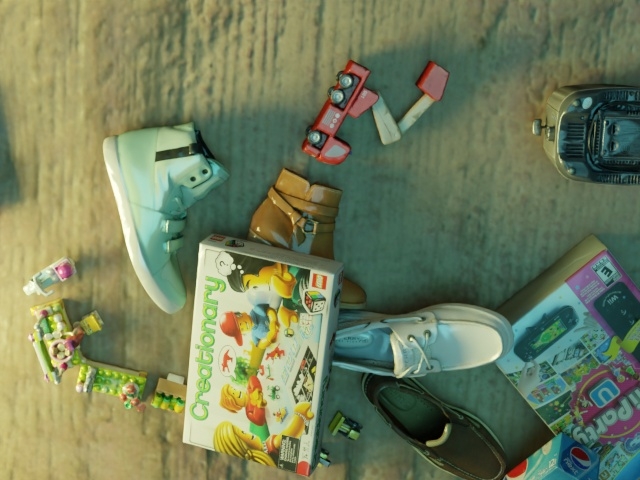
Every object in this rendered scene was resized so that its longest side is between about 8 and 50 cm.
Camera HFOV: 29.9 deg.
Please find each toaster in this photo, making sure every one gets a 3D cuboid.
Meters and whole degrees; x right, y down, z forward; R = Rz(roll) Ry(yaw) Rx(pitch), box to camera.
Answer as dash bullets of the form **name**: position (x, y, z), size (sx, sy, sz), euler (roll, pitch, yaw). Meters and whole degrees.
- **toaster**: position (0.404, -0.147, 1.606), size (0.227, 0.146, 0.129), euler (0, 103, -4)

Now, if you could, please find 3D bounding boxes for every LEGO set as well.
- **LEGO set**: position (-0.309, 0.166, 1.640), size (0.132, 0.107, 0.287), euler (-39, 102, 5)

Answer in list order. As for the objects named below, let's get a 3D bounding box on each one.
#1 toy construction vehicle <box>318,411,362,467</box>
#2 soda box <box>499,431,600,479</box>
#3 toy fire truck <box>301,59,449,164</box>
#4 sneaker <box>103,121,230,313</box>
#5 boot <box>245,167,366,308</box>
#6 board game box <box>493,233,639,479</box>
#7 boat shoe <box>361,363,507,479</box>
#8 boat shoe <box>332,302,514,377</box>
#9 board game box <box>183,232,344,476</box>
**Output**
- **toy construction vehicle**: position (0.001, 0.283, 1.728), size (0.098, 0.035, 0.086), euler (32, 98, -10)
- **soda box**: position (0.304, 0.361, 1.701), size (0.071, 0.067, 0.210), euler (32, 131, -9)
- **toy fire truck**: position (0.074, -0.175, 1.625), size (0.135, 0.047, 0.192), euler (28, 100, -11)
- **sneaker**: position (-0.185, -0.032, 1.608), size (0.151, 0.094, 0.256), euler (-14, 101, 5)
- **boot**: position (0.000, 0.000, 1.647), size (0.197, 0.073, 0.152), euler (24, 97, -11)
- **board game box**: position (0.400, 0.180, 1.707), size (0.224, 0.097, 0.303), euler (-40, 103, 6)
- **boat shoe**: position (0.164, 0.275, 1.708), size (0.257, 0.095, 0.095), euler (35, 98, -11)
- **boat shoe**: position (0.121, 0.147, 1.629), size (0.277, 0.096, 0.098), euler (-5, 106, 21)
- **board game box**: position (-0.081, 0.157, 1.633), size (0.193, 0.053, 0.305), euler (12, 110, 15)
